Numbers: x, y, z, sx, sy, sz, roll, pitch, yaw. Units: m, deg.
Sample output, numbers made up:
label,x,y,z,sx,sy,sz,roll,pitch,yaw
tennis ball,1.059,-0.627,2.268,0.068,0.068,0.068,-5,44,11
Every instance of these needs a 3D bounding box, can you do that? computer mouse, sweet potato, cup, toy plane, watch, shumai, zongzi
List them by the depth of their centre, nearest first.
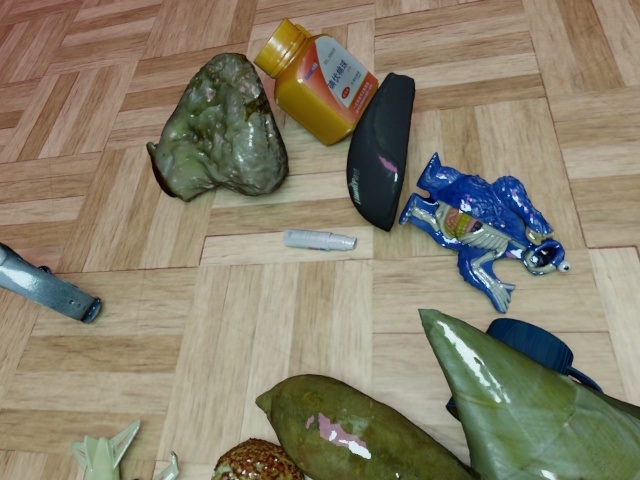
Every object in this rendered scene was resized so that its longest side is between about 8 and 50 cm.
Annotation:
label,x,y,z,sx,sy,sz,roll,pitch,yaw
zongzi,0.307,0.189,0.410,0.356,0.174,0.392,-20,88,-14
sweet potato,0.101,0.294,0.534,0.423,0.130,0.130,30,72,17
cup,0.259,0.192,0.553,0.150,0.113,0.138,29,70,17
toy plane,-0.307,0.390,0.596,0.242,0.104,0.256,-18,58,2
computer mouse,0.098,-0.149,0.754,0.100,0.170,0.269,10,60,4
watch,-0.512,0.078,0.788,0.207,0.193,0.068,9,62,43
shumai,-0.227,-0.209,0.853,0.283,0.217,0.345,-18,60,4

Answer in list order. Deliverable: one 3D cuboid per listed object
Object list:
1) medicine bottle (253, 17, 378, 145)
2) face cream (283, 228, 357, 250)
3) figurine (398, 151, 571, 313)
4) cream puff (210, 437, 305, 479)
label,x,y,z,sx,sy,sz,roll,pitch,yaw
medicine bottle,-0.012,-0.312,0.847,0.112,0.222,0.149,-18,41,58
face cream,0.000,0.000,0.777,0.130,0.034,0.034,4,62,18
figurine,0.255,-0.024,0.681,0.262,0.121,0.164,43,104,9
cream puff,-0.093,0.341,0.578,0.149,0.084,0.148,-8,57,12
